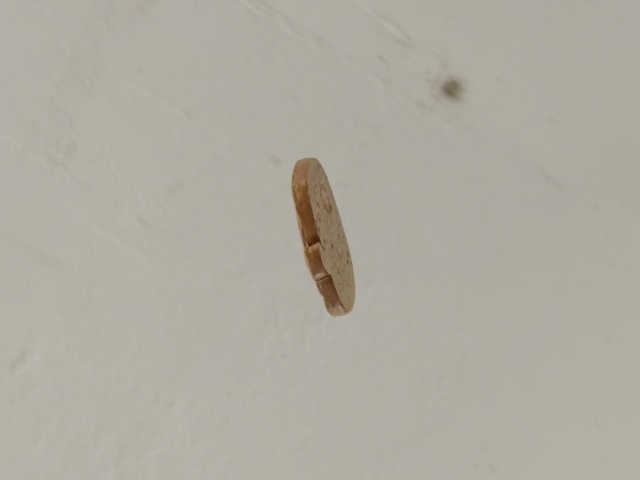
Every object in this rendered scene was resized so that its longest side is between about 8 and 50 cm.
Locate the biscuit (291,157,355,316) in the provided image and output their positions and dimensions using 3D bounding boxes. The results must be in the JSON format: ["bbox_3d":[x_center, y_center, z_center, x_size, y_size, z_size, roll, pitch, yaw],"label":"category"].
[{"bbox_3d":[0.000,0.000,0.969,0.015,0.078,0.091,-13,-73,13],"label":"biscuit"}]
